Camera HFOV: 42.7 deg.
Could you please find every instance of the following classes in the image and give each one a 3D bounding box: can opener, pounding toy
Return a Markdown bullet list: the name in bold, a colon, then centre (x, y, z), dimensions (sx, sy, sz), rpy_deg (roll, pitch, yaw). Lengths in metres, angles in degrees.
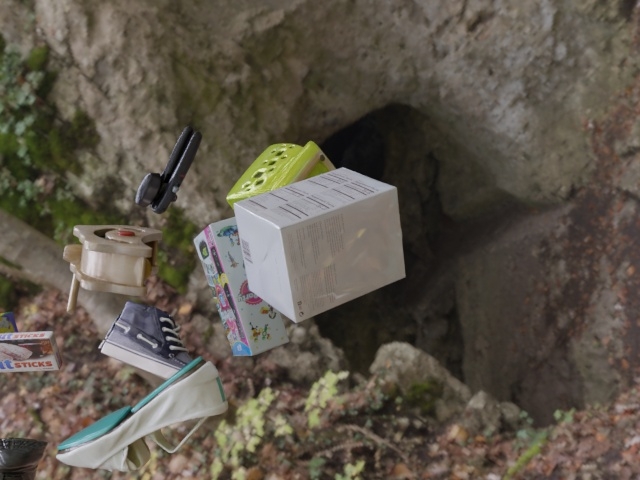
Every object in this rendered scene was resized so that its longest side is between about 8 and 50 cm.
- **can opener**: centre (-0.280, -0.132, 1.568), dimensions (0.186, 0.059, 0.073), rpy_deg (-54, -22, 12)
- **pounding toy**: centre (-0.345, 0.057, 1.396), dimensions (0.269, 0.154, 0.154), rpy_deg (-155, 71, -63)

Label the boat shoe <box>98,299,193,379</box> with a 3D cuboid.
- **boat shoe**: centre (-0.380, 0.260, 2.032), dimensions (0.127, 0.341, 0.158), rpy_deg (60, -130, -66)

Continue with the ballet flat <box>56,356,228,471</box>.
- **ballet flat**: centre (-0.342, 0.368, 1.574), dimensions (0.400, 0.139, 0.139), rpy_deg (-32, 22, 19)

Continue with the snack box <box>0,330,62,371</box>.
- **snack box**: centre (-0.502, 0.177, 1.291), dimensions (0.022, 0.178, 0.064), rpy_deg (-84, -10, -60)

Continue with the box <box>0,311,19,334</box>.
- **box**: centre (-0.655, 0.212, 1.582), dimensions (0.043, 0.105, 0.179), rpy_deg (-11, 9, 23)

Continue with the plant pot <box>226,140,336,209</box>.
- **plant pot**: centre (-0.062, -0.113, 2.099), dimensions (0.207, 0.227, 0.228), rpy_deg (-8, 39, 49)

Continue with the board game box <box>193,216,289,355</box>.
- **board game box**: centre (-0.187, 0.109, 1.893), dimensions (0.098, 0.303, 0.224), rpy_deg (-19, -2, -19)

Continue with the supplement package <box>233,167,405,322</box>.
- **supplement package**: centre (0.000, 0.000, 1.624), dimensions (0.263, 0.199, 0.198), rpy_deg (-20, 26, -26)

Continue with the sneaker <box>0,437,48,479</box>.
- **sneaker**: centre (-0.635, 0.481, 1.724), dimensions (0.286, 0.109, 0.130), rpy_deg (129, 147, -69)
